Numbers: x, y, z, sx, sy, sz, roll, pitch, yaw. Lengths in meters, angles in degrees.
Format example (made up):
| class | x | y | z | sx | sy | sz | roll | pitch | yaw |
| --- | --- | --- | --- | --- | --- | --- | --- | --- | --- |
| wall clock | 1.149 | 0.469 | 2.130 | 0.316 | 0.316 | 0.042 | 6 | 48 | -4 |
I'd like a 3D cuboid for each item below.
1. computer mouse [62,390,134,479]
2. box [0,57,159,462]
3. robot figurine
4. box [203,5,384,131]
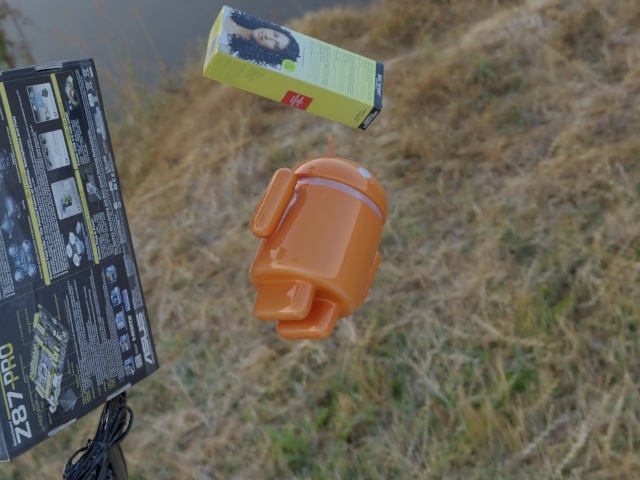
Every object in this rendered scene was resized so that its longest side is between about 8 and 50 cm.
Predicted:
| class | x | y | z | sx | sy | sz | roll | pitch | yaw |
| --- | --- | --- | --- | --- | --- | --- | --- | --- | --- |
| computer mouse | -0.274 | 0.327 | 1.511 | 0.072 | 0.272 | 0.188 | 22 | 44 | 2 |
| box | -0.325 | 0.008 | 1.372 | 0.097 | 0.395 | 0.318 | -7 | 11 | 22 |
| robot figurine | -0.001 | -0.001 | 1.350 | 0.158 | 0.128 | 0.219 | 22 | 64 | -5 |
| box | -0.032 | -0.222 | 1.608 | 0.232 | 0.058 | 0.087 | 17 | 54 | -19 |
